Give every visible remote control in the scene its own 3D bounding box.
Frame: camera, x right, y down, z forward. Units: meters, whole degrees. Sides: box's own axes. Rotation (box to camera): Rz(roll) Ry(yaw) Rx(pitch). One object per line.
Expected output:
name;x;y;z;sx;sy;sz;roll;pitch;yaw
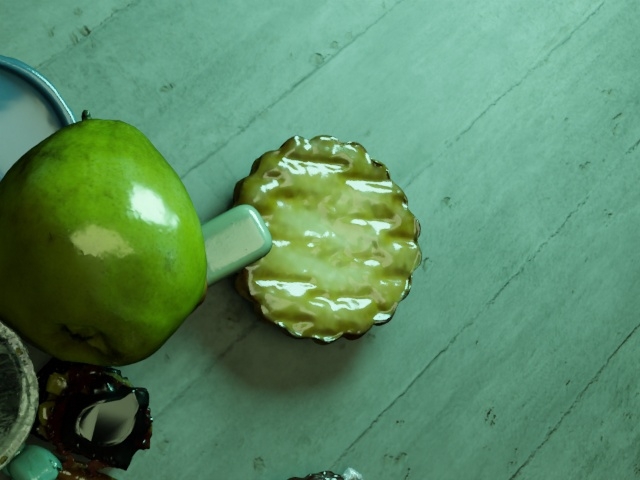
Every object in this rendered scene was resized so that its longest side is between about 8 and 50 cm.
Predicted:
remote control;-0.215;0.048;1.438;0.309;0.038;0.090;-29;88;-7

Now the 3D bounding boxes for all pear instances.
pear;-0.294;-0.015;1.297;0.287;0.287;0.375;6;57;-25

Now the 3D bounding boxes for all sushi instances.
sushi;-0.305;0.237;1.358;0.172;0.150;0.153;47;66;-13

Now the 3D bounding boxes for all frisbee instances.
frisbee;-0.468;-0.116;1.382;0.289;0.049;0.289;3;85;-33

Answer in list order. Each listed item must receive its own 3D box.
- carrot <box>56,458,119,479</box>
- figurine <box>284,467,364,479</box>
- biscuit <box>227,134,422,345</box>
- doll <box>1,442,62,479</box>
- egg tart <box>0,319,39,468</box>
carrot;-0.249;0.387;1.422;0.336;0.069;0.069;35;69;-11
figurine;0.025;0.425;1.514;0.240;0.116;0.174;22;74;-23
biscuit;0.000;0.000;1.569;0.326;0.107;0.325;4;80;-22
doll;-0.398;0.267;1.297;0.158;0.159;0.059;41;57;19
egg tart;-0.452;0.185;1.187;0.234;0.094;0.234;1;83;-12
